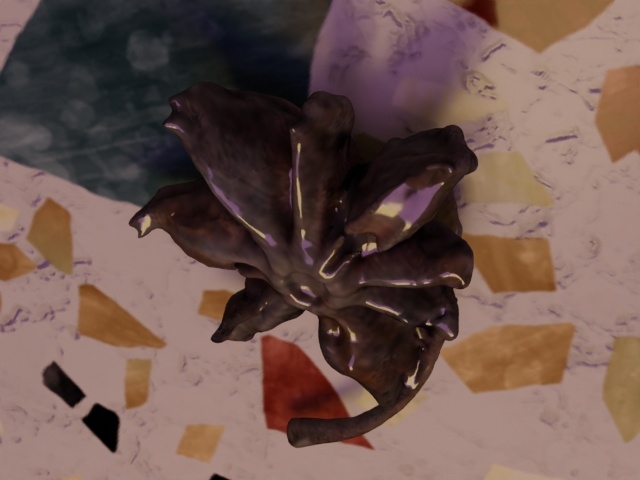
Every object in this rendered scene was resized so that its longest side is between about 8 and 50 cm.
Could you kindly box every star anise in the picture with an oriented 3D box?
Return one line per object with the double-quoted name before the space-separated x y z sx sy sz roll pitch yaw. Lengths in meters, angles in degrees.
"star anise" 0.000 0.000 1.248 0.316 0.139 0.359 48 135 -13
